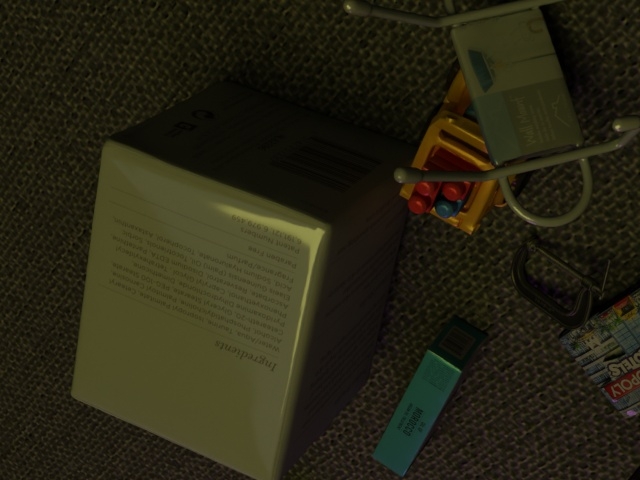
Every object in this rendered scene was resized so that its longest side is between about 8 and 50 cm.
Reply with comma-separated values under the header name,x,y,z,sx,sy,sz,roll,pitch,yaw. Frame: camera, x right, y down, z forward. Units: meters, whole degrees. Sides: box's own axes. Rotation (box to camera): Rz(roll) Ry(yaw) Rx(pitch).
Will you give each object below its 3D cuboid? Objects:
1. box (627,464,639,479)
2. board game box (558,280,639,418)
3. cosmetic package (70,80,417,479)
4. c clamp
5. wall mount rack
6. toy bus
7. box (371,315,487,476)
name,x,y,z,sx,sy,sz,roll,pitch,yaw
box,0.551,0.272,1.666,0.143,0.191,0.381,50,128,9
board game box,0.438,0.162,1.764,0.194,0.060,0.194,51,131,3
cosmetic package,-0.100,0.045,1.811,0.327,0.329,0.393,21,117,17
c clamp,0.318,0.046,1.773,0.161,0.022,0.137,33,133,39
wall mount rack,0.191,-0.184,1.523,0.130,0.304,0.350,112,143,-74
toy bus,0.185,-0.119,1.652,0.149,0.211,0.220,31,128,12
box,0.158,0.230,1.958,0.060,0.100,0.244,32,129,11
